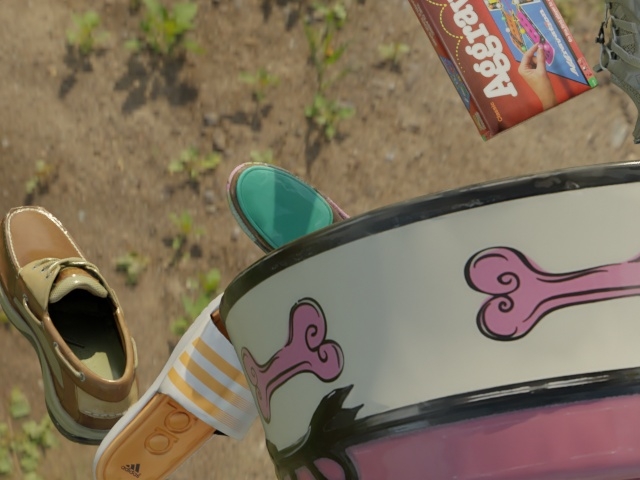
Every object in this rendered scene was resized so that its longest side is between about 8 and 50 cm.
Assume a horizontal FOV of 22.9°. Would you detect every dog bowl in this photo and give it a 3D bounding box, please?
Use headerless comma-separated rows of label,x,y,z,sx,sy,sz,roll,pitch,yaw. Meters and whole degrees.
dog bowl,0.151,0.087,0.920,0.408,0.408,0.150,-4,74,-8

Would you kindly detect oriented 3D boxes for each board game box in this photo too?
board game box,0.168,-0.257,1.668,0.145,0.027,0.281,-27,86,-21

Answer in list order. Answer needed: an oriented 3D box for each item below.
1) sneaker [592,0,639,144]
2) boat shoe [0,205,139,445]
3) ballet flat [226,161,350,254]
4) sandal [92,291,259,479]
sneaker,0.374,-0.244,1.914,0.115,0.105,0.281,-23,95,21
boat shoe,-0.276,0.075,1.781,0.123,0.120,0.324,-10,52,-30
ballet flat,0.000,0.000,1.430,0.221,0.079,0.077,28,81,-20
sandal,-0.110,0.160,1.459,0.102,0.265,0.076,31,18,-26
